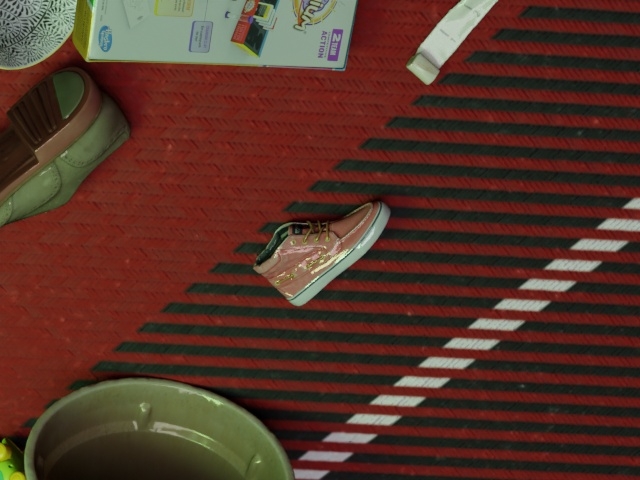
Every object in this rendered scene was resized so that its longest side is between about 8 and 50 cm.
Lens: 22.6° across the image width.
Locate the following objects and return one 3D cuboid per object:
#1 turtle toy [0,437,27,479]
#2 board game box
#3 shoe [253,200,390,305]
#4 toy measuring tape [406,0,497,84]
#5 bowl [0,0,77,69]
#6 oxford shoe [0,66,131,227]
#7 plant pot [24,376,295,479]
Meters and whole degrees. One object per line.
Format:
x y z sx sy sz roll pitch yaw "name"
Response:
-0.407 0.301 2.075 0.066 0.095 0.130 -42 64 3 "turtle toy"
-0.103 -0.315 1.781 0.316 0.064 0.242 0 116 -25 "board game box"
0.000 0.000 1.978 0.081 0.063 0.178 39 111 -21 "shoe"
0.222 -0.298 1.834 0.121 0.121 0.330 38 107 -16 "toy measuring tape"
-0.342 -0.278 1.739 0.080 0.170 0.170 28 117 34 "bowl"
-0.370 -0.050 1.905 0.348 0.123 0.130 -37 140 8 "oxford shoe"
-0.223 0.396 2.026 0.333 0.334 0.305 11 123 -6 "plant pot"
